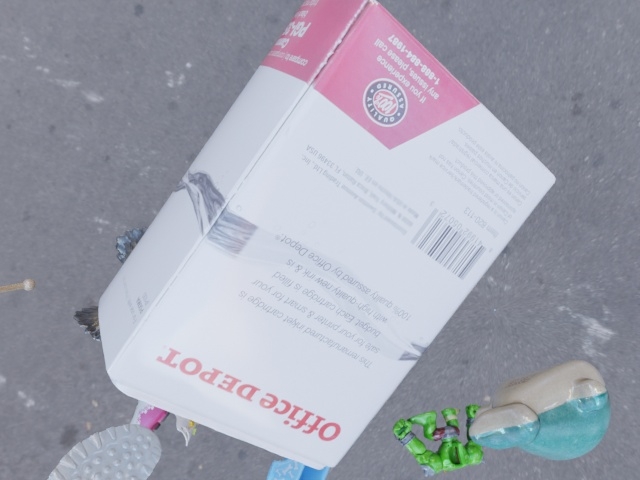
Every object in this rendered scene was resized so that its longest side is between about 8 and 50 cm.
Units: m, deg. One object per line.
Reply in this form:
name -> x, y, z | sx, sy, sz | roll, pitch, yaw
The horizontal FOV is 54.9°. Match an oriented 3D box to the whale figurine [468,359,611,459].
whale figurine -> 0.334, 0.274, 0.929 | 0.216, 0.272, 0.141 | -28, 75, 36

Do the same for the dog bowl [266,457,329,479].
dog bowl -> -0.025, 0.509, 1.495 | 0.074, 0.166, 0.297 | 12, 68, 33

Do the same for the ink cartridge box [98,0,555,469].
ink cartridge box -> 0.000, 0.000, 0.458 | 0.283, 0.207, 0.117 | -54, 31, 5

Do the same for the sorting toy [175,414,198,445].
sorting toy -> -0.288, 0.396, 1.314 | 0.044, 0.075, 0.083 | -17, 112, 5

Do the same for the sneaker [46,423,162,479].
sneaker -> -0.291, 0.314, 0.730 | 0.090, 0.095, 0.235 | 41, 51, 13

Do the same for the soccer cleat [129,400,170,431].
soccer cleat -> -0.416, 0.364, 1.598 | 0.143, 0.116, 0.331 | 36, 61, -2

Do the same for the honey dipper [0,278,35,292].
honey dipper -> -0.480, 0.076, 0.866 | 0.030, 0.160, 0.031 | 5, 99, 36

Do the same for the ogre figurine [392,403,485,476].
ogre figurine -> 0.249, 0.401, 1.233 | 0.097, 0.197, 0.118 | -42, 52, 41

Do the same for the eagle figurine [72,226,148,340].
eagle figurine -> -0.320, 0.143, 1.276 | 0.225, 0.298, 0.226 | -41, 32, 12
